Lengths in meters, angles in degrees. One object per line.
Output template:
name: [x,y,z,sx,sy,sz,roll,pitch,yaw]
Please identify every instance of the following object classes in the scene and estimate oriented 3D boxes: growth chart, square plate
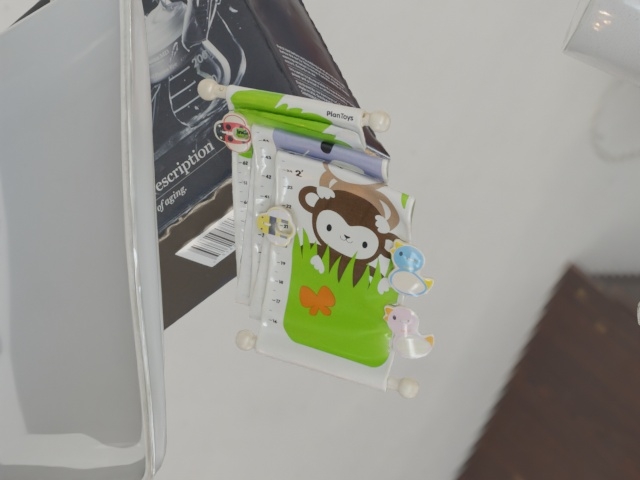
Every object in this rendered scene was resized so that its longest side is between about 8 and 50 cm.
growth chart: [0.000,0.000,1.348,0.021,0.172,0.237,-43,134,-54]
square plate: [-0.206,0.019,1.318,0.049,0.347,0.344,4,76,-37]

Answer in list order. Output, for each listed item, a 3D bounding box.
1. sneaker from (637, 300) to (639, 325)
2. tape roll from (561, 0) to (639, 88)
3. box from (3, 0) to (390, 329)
sneaker: [0.221,0.055,0.938,0.115,0.232,0.090,-4,134,0]
tape roll: [0.278,-0.193,1.172,0.246,0.169,0.246,26,90,-89]
box: [-0.161,-0.126,1.909,0.343,0.312,0.179,-37,152,18]
